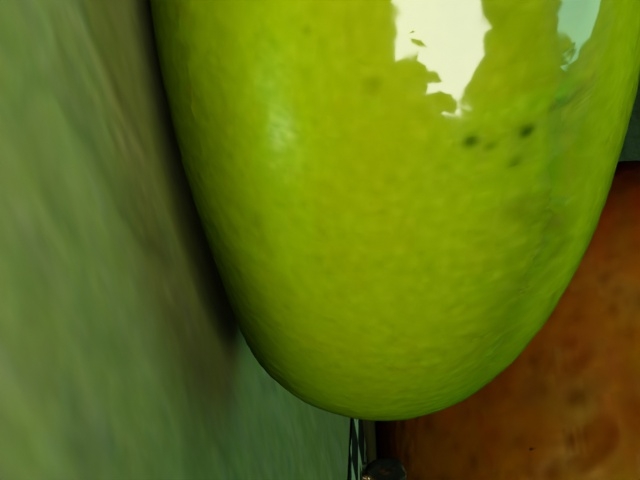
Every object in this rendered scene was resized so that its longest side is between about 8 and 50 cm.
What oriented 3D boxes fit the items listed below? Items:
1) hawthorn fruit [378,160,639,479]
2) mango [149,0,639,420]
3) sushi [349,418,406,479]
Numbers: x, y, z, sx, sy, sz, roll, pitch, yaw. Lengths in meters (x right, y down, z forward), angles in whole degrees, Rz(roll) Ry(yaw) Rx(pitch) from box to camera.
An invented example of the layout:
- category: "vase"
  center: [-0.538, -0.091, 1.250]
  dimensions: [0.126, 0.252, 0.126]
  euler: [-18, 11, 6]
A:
- category: "hawthorn fruit"
  center: [0.274, 0.172, 1.174]
  dimensions: [0.472, 0.471, 0.472]
  euler: [-4, 90, -84]
- category: "mango"
  center: [0.024, -0.067, 0.403]
  dimensions: [0.185, 0.149, 0.273]
  euler: [-79, 169, -76]
- category: "sushi"
  center: [0.050, 0.241, 0.931]
  dimensions: [0.279, 0.043, 0.192]
  euler: [-85, 169, -59]
